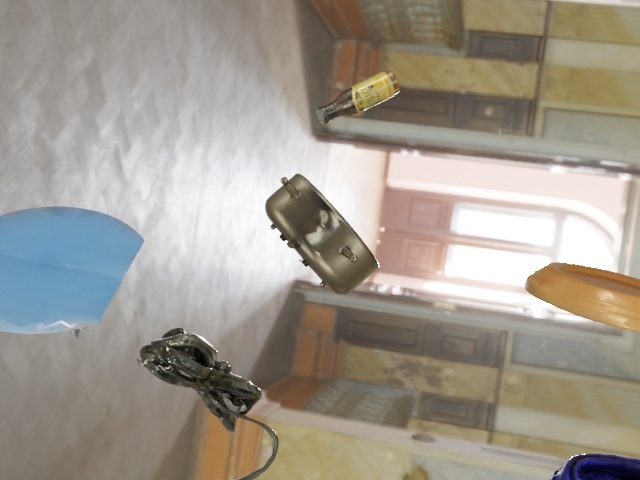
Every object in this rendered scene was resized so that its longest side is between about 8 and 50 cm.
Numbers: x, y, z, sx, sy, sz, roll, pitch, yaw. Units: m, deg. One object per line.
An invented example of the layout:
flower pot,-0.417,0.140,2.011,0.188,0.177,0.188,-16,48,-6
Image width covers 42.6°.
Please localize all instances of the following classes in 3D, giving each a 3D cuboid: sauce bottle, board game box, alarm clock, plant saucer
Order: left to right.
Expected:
board game box,-0.230,0.031,0.691,0.168,0.133,0.033,-76,175,-54
alarm clock,0.000,0.000,0.861,0.064,0.129,0.192,-42,169,0
sauce bottle,0.055,-0.210,1.219,0.042,0.128,0.042,57,-11,17
plant saucer,0.347,0.065,0.981,0.200,0.200,0.037,-36,140,-76

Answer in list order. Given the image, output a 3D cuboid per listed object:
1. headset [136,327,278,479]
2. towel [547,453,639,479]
headset,-0.169,0.243,0.515,0.394,0.243,0.185,-53,150,-16
towel,0.195,0.280,0.620,0.308,0.228,0.076,-61,-148,33
